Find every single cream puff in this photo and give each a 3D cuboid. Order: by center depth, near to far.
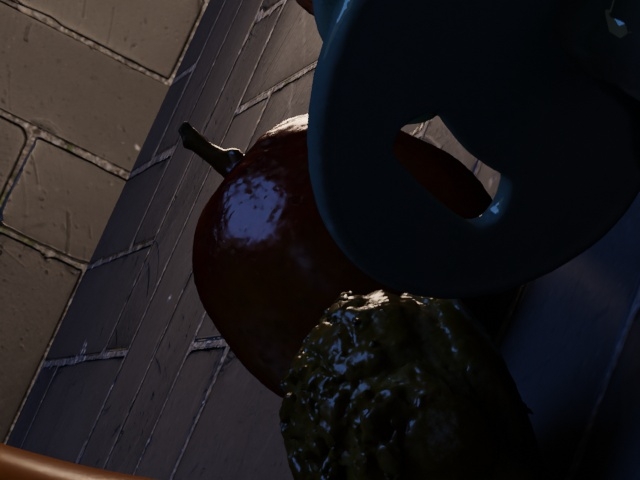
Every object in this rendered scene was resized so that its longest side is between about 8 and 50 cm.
[{"bbox_3d":[0.041,0.104,0.894,0.115,0.165,0.150,-30,-4,-11],"label":"cream puff"}]

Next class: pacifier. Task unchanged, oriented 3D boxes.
[{"bbox_3d":[0.150,-0.099,0.767,0.343,0.288,0.269,-53,47,2],"label":"pacifier"}]

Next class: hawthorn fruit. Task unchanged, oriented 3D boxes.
[{"bbox_3d":[0.000,0.000,1.121,0.196,0.225,0.196,-46,15,17],"label":"hawthorn fruit"}]

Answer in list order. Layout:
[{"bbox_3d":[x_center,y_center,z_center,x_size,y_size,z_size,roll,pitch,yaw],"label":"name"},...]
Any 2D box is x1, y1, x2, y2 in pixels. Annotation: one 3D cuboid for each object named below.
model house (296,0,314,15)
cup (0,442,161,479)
[{"bbox_3d":[0.096,-0.179,1.170,0.166,0.183,0.172,-66,12,-4],"label":"model house"},{"bbox_3d":[-0.168,0.246,1.217,0.182,0.264,0.226,-45,-35,-48],"label":"cup"}]
